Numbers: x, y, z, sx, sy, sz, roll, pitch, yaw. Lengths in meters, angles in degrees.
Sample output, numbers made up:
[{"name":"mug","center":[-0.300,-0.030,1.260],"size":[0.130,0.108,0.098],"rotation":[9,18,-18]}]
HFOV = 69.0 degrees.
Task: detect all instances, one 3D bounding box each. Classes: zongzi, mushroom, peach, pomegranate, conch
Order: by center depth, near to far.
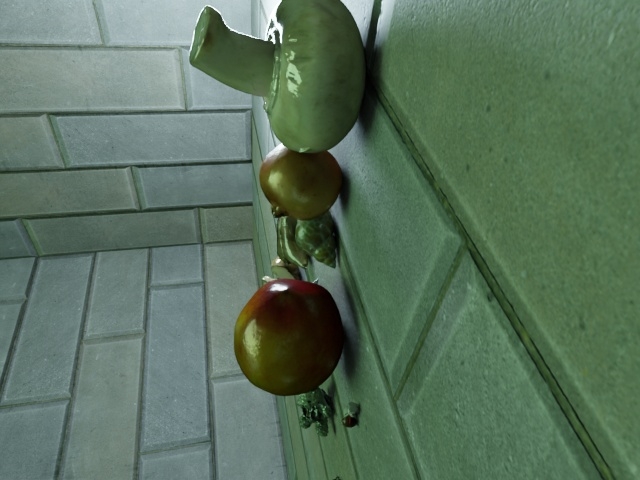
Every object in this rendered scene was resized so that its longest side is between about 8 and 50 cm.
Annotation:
[{"name":"mushroom","center":[-0.039,-0.357,0.925],"size":[0.356,0.315,0.315],"rotation":[52,-171,-35]},{"name":"pomegranate","center":[-0.047,-0.149,1.134],"size":[0.209,0.209,0.209],"rotation":[175,90,-78]},{"name":"peach","center":[-0.080,0.238,1.193],"size":[0.332,0.308,0.307],"rotation":[92,167,-50]},{"name":"conch","center":[-0.010,-0.026,1.237],"size":[0.116,0.106,0.172],"rotation":[43,-126,-55]},{"name":"zongzi","center":[-0.087,-0.002,1.622],"size":[0.197,0.099,0.194],"rotation":[-155,60,-64]},{"name":"mushroom","center":[-0.142,0.155,1.837],"size":[0.151,0.156,0.285],"rotation":[-79,-4,-48]}]

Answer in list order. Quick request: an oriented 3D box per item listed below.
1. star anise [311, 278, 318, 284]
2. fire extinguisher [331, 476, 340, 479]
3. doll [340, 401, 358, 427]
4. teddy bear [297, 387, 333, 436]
[{"name":"star anise","center":[-0.057,0.209,1.454],"size":[0.209,0.089,0.231],"rotation":[-51,-35,-65]},{"name":"fire extinguisher","center":[0.049,0.748,1.433],"size":[0.038,0.025,0.083],"rotation":[-59,-3,-24]},{"name":"doll","center":[0.076,0.437,1.163],"size":[0.085,0.040,0.058],"rotation":[113,160,-66]},{"name":"teddy bear","center":[-0.013,0.500,1.447],"size":[0.133,0.111,0.213],"rotation":[12,125,34]}]
